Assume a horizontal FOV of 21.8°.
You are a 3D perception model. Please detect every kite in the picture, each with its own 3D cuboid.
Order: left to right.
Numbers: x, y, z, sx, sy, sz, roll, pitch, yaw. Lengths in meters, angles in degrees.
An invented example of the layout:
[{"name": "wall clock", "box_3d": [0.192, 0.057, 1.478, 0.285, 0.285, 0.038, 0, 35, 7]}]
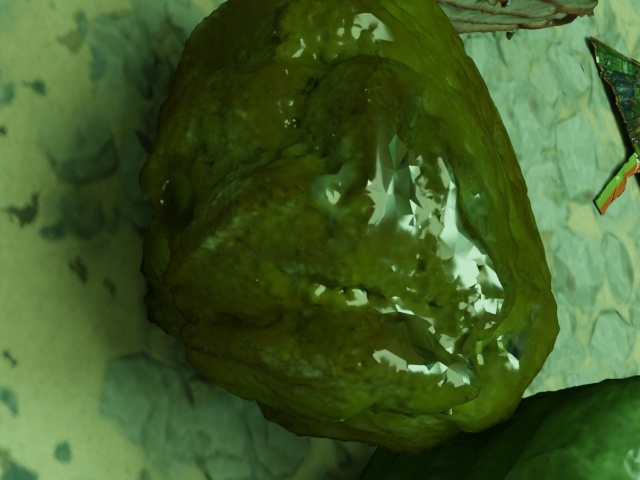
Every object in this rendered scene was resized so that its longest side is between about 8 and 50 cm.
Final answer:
[{"name": "kite", "box_3d": [0.231, -0.062, 1.165, 0.159, 0.010, 0.190, -33, 106, -43]}]

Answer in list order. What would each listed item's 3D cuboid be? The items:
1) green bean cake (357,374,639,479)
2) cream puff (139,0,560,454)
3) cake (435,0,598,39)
[{"name": "green bean cake", "box_3d": [0.142, 0.171, 0.831, 0.222, 0.248, 0.125, 41, 52, -10]}, {"name": "cream puff", "box_3d": [0.014, -0.009, 0.785, 0.244, 0.196, 0.244, 9, 77, -48]}, {"name": "cake", "box_3d": [0.086, -0.157, 0.955, 0.287, 0.098, 0.135, -40, 115, -47]}]
